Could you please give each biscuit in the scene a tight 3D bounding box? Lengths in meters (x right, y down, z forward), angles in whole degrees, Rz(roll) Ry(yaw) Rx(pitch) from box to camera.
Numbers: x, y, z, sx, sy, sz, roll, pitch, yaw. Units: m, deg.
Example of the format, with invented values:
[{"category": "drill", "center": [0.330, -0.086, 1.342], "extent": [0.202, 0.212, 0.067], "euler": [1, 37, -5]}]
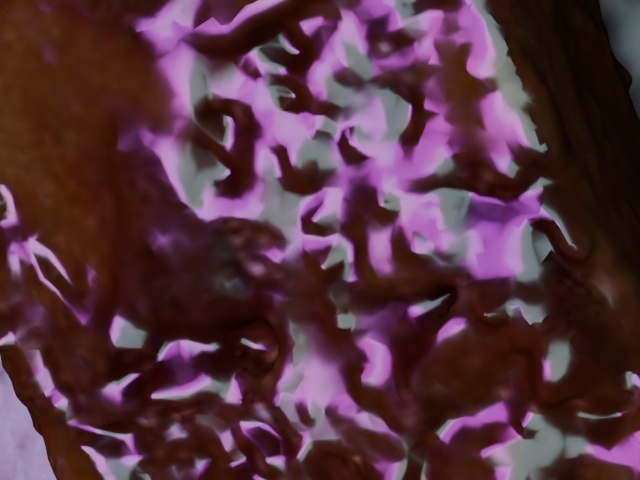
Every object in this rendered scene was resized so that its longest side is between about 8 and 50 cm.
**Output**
[{"category": "biscuit", "center": [0.000, 0.000, 0.987], "extent": [0.342, 0.166, 0.395], "euler": [-17, 98, 28]}]
